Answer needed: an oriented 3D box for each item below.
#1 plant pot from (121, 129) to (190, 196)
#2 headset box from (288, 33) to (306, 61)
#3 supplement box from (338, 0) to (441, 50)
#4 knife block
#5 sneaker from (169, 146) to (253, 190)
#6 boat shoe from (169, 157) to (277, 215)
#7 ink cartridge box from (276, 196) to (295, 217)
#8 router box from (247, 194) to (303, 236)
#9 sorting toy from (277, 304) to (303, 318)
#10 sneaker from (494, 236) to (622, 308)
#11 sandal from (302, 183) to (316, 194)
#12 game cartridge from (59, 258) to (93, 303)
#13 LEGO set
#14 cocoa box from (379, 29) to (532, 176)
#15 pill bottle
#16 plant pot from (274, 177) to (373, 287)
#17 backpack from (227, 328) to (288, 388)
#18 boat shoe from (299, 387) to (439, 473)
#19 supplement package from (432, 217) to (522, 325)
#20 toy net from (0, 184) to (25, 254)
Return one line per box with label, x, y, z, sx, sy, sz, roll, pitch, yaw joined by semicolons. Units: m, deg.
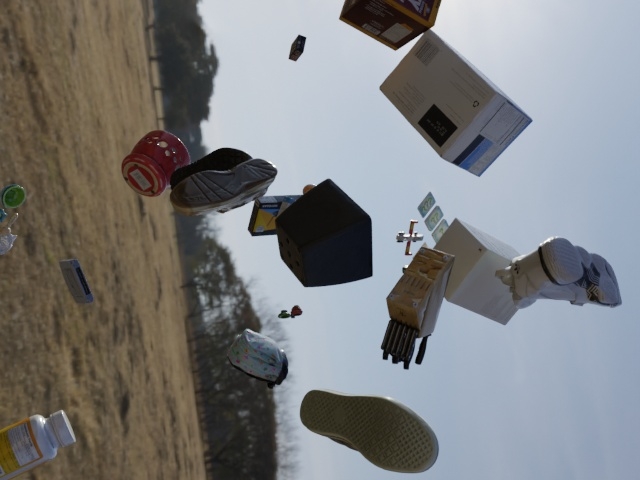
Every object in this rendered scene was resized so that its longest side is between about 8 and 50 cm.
plant pot;-0.567;-0.257;2.201;0.174;0.191;0.191;-62;161;-47
headset box;-0.081;-0.663;2.222;0.083;0.032;0.062;151;-47;-65
supplement box;0.186;-0.624;1.676;0.194;0.191;0.129;-10;-120;65
knife block;0.250;0.186;1.640;0.088;0.275;0.242;20;-33;29
sneaker;-0.308;-0.205;1.946;0.124;0.284;0.107;8;71;-64
boat shoe;-0.257;-0.122;1.734;0.121;0.341;0.110;45;-45;23
ink cartridge box;-0.093;-0.077;1.823;0.028;0.048;0.083;17;-96;44
router box;-0.139;-0.082;2.097;0.046;0.179;0.133;52;-45;42
sorting toy;-0.116;0.274;2.492;0.061;0.102;0.042;51;31;-61
sneaker;0.647;0.112;1.745;0.210;0.366;0.137;-27;-130;43
sandal;0.036;-0.078;2.115;0.076;0.265;0.102;-50;174;-44
game cartridge;-0.435;0.072;1.142;0.056;0.017;0.083;-5;-71;40
LEGO set;0.329;-0.008;2.048;0.060;0.244;0.182;20;-27;46
cocoa box;0.386;-0.393;1.858;0.231;0.228;0.347;-49;-129;22
pill bottle;-0.825;0.574;1.796;0.136;0.246;0.136;51;-26;37
plant pot;0.000;0.000;1.483;0.187;0.167;0.188;48;-26;42
backpack;-0.191;0.350;1.950;0.115;0.182;0.152;-56;-153;9
boat shoe;0.149;0.534;1.840;0.500;0.156;0.186;1;-109;49
supplement package;0.493;0.096;1.977;0.199;0.263;0.198;-56;-148;17
toy net;-0.917;-0.052;1.845;0.045;0.122;0.232;27;-62;27
